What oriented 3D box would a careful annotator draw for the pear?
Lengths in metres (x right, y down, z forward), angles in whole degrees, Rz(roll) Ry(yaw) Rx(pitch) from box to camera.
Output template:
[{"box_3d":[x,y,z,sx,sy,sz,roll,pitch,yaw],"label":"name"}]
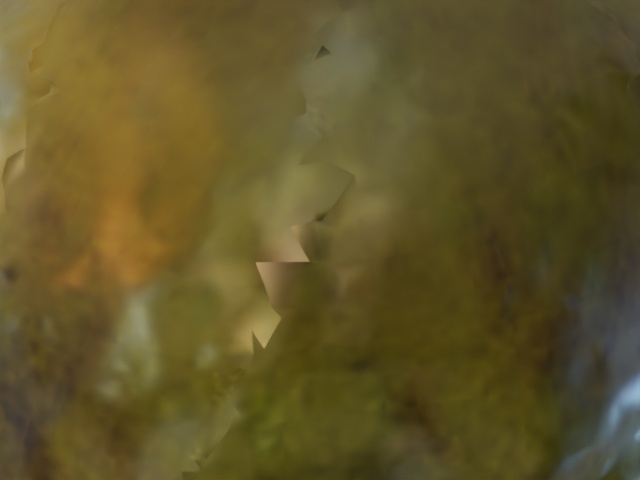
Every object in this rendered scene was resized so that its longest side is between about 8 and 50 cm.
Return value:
[{"box_3d":[0.000,0.000,0.535,0.352,0.413,0.352,-2,-59,-3],"label":"pear"}]
